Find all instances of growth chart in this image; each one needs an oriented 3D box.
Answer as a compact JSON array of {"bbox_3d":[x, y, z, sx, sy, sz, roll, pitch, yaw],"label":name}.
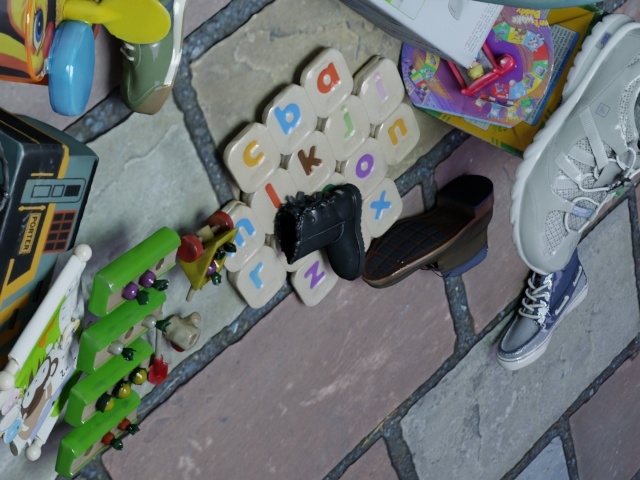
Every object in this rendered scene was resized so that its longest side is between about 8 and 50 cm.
[{"bbox_3d":[-0.237,0.107,1.136,0.237,0.021,0.172,104,9,-63],"label":"growth chart"}]

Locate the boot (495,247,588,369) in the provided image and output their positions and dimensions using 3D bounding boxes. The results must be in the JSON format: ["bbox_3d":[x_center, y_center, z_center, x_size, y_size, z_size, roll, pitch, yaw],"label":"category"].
[{"bbox_3d":[0.295,0.086,1.777,0.190,0.069,0.086,-47,133,-27],"label":"boot"}]

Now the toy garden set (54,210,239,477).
[{"bbox_3d":[-0.158,0.097,1.255,0.204,0.049,0.244,-40,153,-52],"label":"toy garden set"}]

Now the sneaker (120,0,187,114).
[{"bbox_3d":[-0.160,-0.206,1.113,0.086,0.064,0.192,5,110,-40],"label":"sneaker"}]

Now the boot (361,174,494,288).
[{"bbox_3d":[0.136,0.020,1.546,0.219,0.082,0.106,-36,134,-29],"label":"boot"}]

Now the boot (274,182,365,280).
[{"bbox_3d":[0.000,0.000,1.388,0.099,0.045,0.121,-24,124,-40],"label":"boot"}]

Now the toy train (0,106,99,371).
[{"bbox_3d":[-0.302,0.039,1.062,0.190,0.142,0.334,-5,118,-56],"label":"toy train"}]

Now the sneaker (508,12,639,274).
[{"bbox_3d":[0.285,-0.087,1.328,0.105,0.115,0.281,1,114,-47],"label":"sneaker"}]

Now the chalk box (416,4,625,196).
[{"bbox_3d":[0.285,-0.173,1.505,0.289,0.179,0.180,13,104,-49],"label":"chalk box"}]

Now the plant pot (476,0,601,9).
[{"bbox_3d":[0.223,-0.341,1.082,0.248,0.252,0.247,-40,134,-21],"label":"plant pot"}]

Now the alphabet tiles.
[{"bbox_3d":[-0.003,-0.062,1.394,0.284,0.021,0.278,-46,142,-15],"label":"alphabet tiles"}]

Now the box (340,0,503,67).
[{"bbox_3d":[0.110,-0.336,1.258,0.231,0.126,0.262,21,97,-51],"label":"box"}]

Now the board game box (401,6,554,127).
[{"bbox_3d":[0.160,-0.196,1.365,0.033,0.168,0.133,-7,111,-67],"label":"board game box"}]

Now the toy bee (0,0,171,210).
[{"bbox_3d":[-0.204,-0.161,0.929,0.195,0.298,0.162,-4,126,-17],"label":"toy bee"}]
